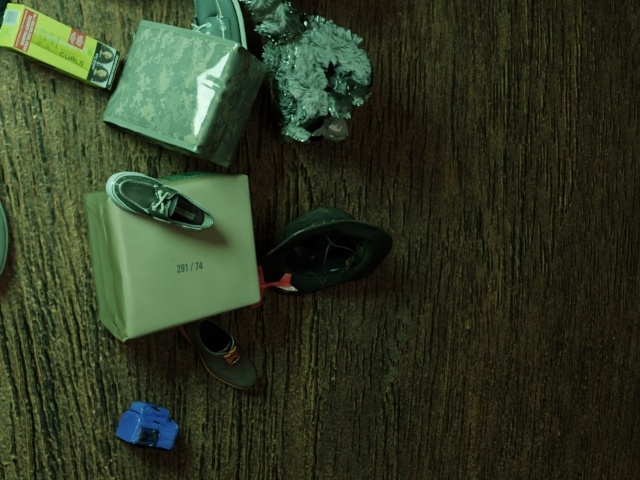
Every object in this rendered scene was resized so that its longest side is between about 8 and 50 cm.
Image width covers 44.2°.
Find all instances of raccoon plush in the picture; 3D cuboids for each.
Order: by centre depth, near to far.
[{"bbox_3d":[-0.062,-0.408,1.753,0.216,0.299,0.446,-30,101,-20],"label":"raccoon plush"}]

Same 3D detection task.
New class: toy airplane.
[{"bbox_3d":[-0.130,0.104,1.876,0.151,0.151,0.028,39,34,-33],"label":"toy airplane"}]

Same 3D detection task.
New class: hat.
[{"bbox_3d":[0.000,0.000,1.908,0.331,0.331,0.134,10,52,-35],"label":"hat"}]

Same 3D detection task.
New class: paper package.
[{"bbox_3d":[-0.315,0.018,1.685,0.325,0.168,0.309,-13,106,-34],"label":"paper package"}]

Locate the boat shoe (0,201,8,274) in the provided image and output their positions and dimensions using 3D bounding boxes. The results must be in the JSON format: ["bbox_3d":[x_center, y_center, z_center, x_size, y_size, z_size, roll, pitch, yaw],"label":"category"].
[{"bbox_3d":[-0.669,-0.069,1.488,0.114,0.091,0.302,-44,132,-73],"label":"boat shoe"}]

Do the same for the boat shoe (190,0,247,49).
[{"bbox_3d":[-0.228,-0.439,1.703,0.099,0.116,0.319,-31,120,-28],"label":"boat shoe"}]

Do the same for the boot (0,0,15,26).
[{"bbox_3d":[-0.686,-0.443,1.398,0.246,0.094,0.207,-43,123,-28],"label":"boot"}]

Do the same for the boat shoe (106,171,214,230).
[{"bbox_3d":[-0.305,-0.076,1.530,0.219,0.070,0.077,22,82,-36],"label":"boat shoe"}]

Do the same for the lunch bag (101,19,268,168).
[{"bbox_3d":[-0.290,-0.305,1.610,0.235,0.287,0.169,-69,158,0],"label":"lunch bag"}]

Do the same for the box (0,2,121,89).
[{"bbox_3d":[-0.500,-0.371,1.523,0.232,0.058,0.087,19,87,-53],"label":"box"}]

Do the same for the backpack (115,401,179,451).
[{"bbox_3d":[-0.376,0.420,1.768,0.120,0.098,0.101,27,79,-34],"label":"backpack"}]

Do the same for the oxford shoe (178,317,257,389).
[{"bbox_3d":[-0.228,0.265,1.839,0.097,0.098,0.271,-50,121,-17],"label":"oxford shoe"}]
